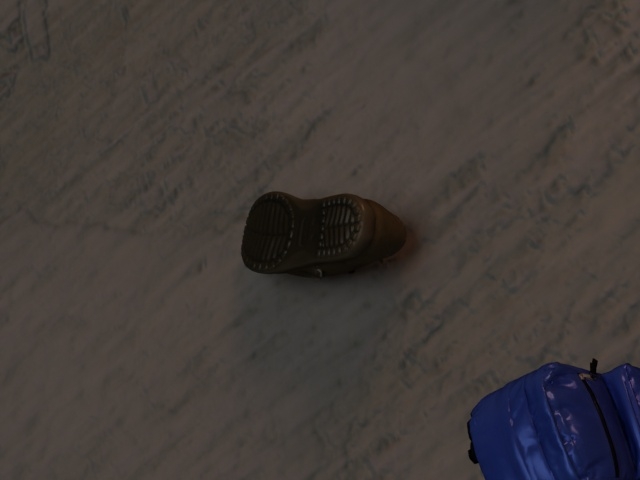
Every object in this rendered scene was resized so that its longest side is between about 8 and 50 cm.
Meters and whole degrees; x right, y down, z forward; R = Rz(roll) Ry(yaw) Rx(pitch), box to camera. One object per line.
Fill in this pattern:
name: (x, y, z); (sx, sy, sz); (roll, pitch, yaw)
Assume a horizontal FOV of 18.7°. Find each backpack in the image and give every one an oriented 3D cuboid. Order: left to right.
backpack: (0.139, 0.108, 1.011); (0.101, 0.120, 0.098); (-39, 55, 29)

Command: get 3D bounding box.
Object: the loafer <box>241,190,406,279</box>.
loafer: (0.000, 0.000, 1.216); (0.148, 0.050, 0.056); (4, 78, 58)
